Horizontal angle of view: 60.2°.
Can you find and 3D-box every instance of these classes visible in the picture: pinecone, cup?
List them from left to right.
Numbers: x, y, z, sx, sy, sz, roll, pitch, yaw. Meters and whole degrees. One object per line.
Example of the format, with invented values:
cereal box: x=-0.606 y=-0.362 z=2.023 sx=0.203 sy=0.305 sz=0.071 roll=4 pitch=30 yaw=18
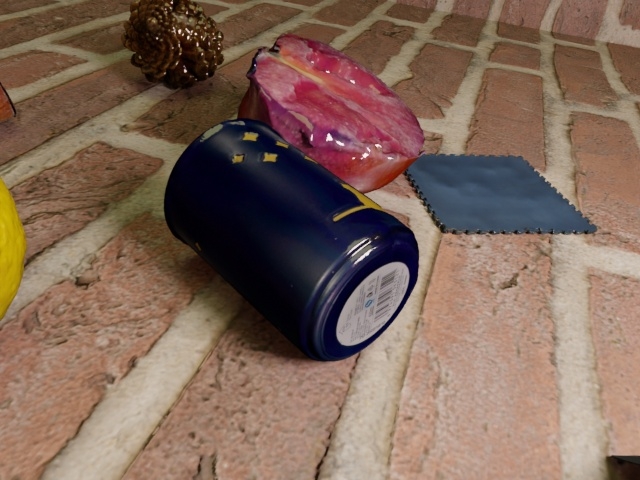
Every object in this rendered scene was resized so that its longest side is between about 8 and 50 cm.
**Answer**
pinecone: x=-0.291 y=-0.410 z=1.154 sx=0.169 sy=0.185 sz=0.212 roll=6 pitch=6 yaw=41
cup: x=-0.001 y=-0.016 z=0.635 sx=0.255 sy=0.178 sz=0.256 roll=-24 pitch=47 yaw=-36

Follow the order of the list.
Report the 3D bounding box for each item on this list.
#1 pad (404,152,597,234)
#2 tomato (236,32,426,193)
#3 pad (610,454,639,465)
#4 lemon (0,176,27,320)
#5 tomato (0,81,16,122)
pad: x=0.286 y=-0.087 z=0.942 sx=0.270 sy=0.012 sz=0.269 roll=1 pitch=34 yaw=-11
tomato: x=0.004 y=-0.163 z=0.863 sx=0.290 sy=0.176 sz=0.334 roll=27 pitch=33 yaw=-9
pad: x=0.373 y=0.182 z=0.414 sx=0.170 sy=0.245 sz=0.006 roll=3 pitch=77 yaw=-8
lemon: x=-0.397 y=0.002 z=0.463 sx=0.284 sy=0.260 sz=0.260 roll=20 pitch=35 yaw=0
tomato: x=-0.622 y=-0.251 z=0.881 sx=0.214 sy=0.180 sz=0.155 roll=31 pitch=55 yaw=32
